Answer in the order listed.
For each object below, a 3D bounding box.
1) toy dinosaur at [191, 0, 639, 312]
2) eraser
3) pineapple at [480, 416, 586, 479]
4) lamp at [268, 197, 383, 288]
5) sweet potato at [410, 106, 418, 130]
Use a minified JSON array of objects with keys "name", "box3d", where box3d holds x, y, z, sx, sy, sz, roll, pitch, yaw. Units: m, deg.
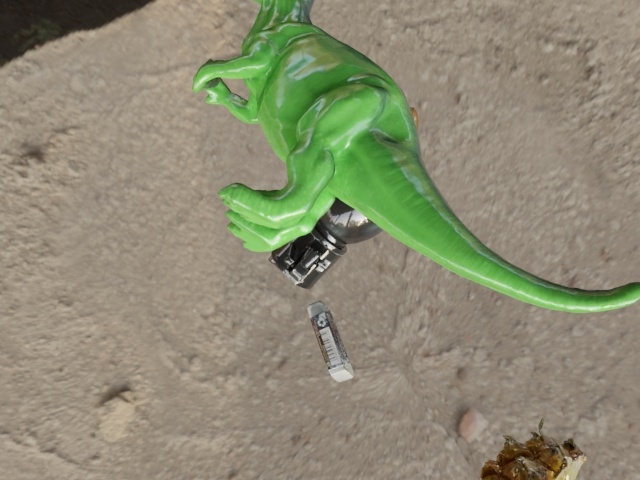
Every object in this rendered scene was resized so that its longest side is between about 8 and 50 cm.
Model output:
[{"name":"toy dinosaur","box3d":[0.080,-0.132,0.771,0.500,0.144,0.374,13,64,18]},{"name":"eraser","box3d":[0.012,0.120,0.928,0.027,0.019,0.099,-27,77,30]},{"name":"pineapple","box3d":[0.209,0.242,0.737,0.069,0.137,0.116,8,110,48]},{"name":"lamp","box3d":[0.000,0.000,1.370,0.147,0.172,0.227,41,103,-9]},{"name":"sweet potato","box3d":[0.113,-0.119,1.179,0.044,0.044,0.179,22,122,9]}]
